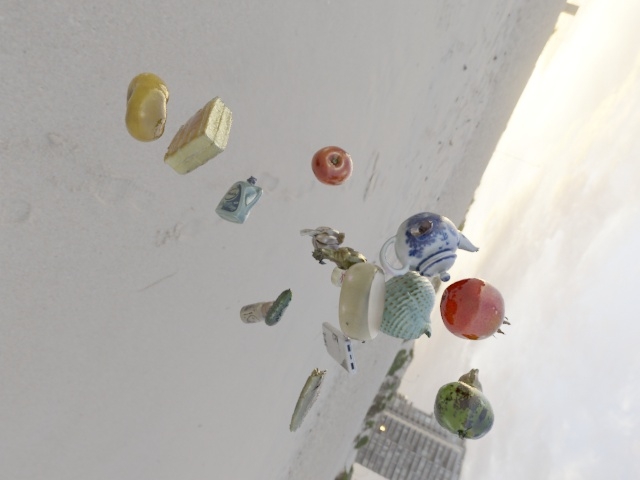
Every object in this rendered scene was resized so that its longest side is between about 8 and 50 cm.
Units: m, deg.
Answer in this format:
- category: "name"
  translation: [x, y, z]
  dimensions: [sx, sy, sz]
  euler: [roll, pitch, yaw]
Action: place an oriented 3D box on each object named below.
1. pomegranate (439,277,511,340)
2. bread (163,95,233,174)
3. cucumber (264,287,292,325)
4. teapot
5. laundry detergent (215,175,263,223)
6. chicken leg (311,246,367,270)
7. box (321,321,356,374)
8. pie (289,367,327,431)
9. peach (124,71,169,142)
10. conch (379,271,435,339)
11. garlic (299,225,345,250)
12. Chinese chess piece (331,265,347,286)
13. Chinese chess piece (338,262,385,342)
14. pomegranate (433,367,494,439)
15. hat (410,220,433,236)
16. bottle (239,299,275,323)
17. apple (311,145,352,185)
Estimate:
- category: "pomegranate"
  translation: [0.545, 0.245, 1.488]
  dimensions: [0.220, 0.257, 0.221]
  euler: [-57, -170, 16]
- category: "bread"
  translation: [-0.451, -0.387, 1.585]
  dimensions: [0.111, 0.240, 0.245]
  euler: [42, 38, -37]
- category: "cucumber"
  translation: [-0.164, 0.268, 1.712]
  dimensions: [0.227, 0.069, 0.069]
  euler: [-57, 177, 33]
- category: "teapot"
  translation: [0.423, 0.040, 1.649]
  dimensions: [0.425, 0.279, 0.252]
  euler: [-13, 152, -19]
- category: "laundry detergent"
  translation: [-0.406, -0.225, 2.243]
  dimensions: [0.280, 0.215, 0.105]
  euler: [-57, 139, -22]
- category: "chicken leg"
  translation: [0.071, 0.065, 1.594]
  dimensions: [0.103, 0.228, 0.088]
  euler: [-89, -162, -50]
- category: "box"
  translation: [0.066, 0.409, 1.648]
  dimensions: [0.285, 0.044, 0.141]
  euler: [-172, -108, -73]
- category: "pie"
  translation: [-0.056, 0.649, 1.732]
  dimensions: [0.129, 0.069, 0.282]
  euler: [1, 111, -69]
- category: "peach"
  translation: [-0.459, -0.348, 1.125]
  dimensions: [0.179, 0.103, 0.179]
  euler: [-173, -90, -66]
- category: "conch"
  translation: [0.365, 0.267, 1.867]
  dimensions: [0.319, 0.303, 0.214]
  euler: [-118, -168, -61]
- category: "garlic"
  translation: [0.000, 0.000, 1.757]
  dimensions: [0.194, 0.131, 0.127]
  euler: [14, 105, -38]
- category: "Chinese chess piece"
  translation: [0.112, 0.201, 2.382]
  dimensions: [0.122, 0.051, 0.121]
  euler: [-21, 118, -46]
- category: "Chinese chess piece"
  translation: [0.147, 0.208, 1.460]
  dimensions: [0.273, 0.102, 0.272]
  euler: [4, 90, -69]
- category: "pomegranate"
  translation: [0.565, 0.616, 1.619]
  dimensions: [0.277, 0.221, 0.204]
  euler: [-39, -154, -18]
- category: "hat"
  translation: [0.364, -0.035, 1.529]
  dimensions: [0.087, 0.058, 0.042]
  euler: [-36, 137, -15]
- category: "bottle"
  translation: [-0.287, 0.344, 2.079]
  dimensions: [0.209, 0.097, 0.110]
  euler: [-17, -159, 36]
- category: "apple"
  translation: [0.046, -0.287, 1.640]
  dimensions: [0.139, 0.164, 0.163]
  euler: [158, -43, -84]
